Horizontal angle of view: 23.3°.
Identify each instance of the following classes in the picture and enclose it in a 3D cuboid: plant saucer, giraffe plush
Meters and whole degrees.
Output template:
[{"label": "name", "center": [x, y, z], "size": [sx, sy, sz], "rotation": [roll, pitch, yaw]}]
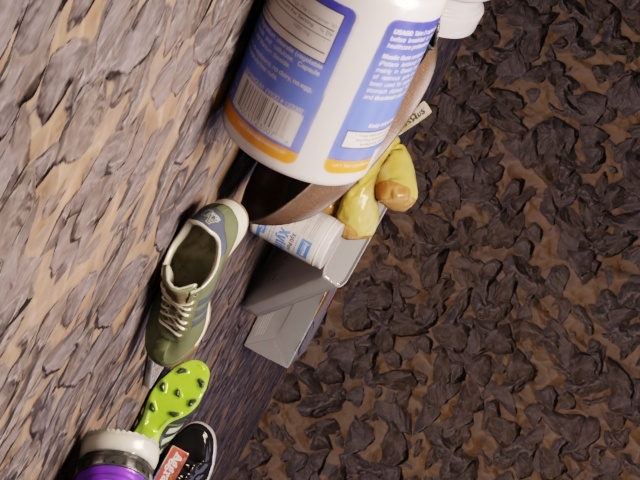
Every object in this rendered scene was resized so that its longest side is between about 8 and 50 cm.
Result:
[{"label": "plant saucer", "center": [0.028, -0.130, 1.696], "size": [0.310, 0.050, 0.310], "rotation": [-46, -164, 17]}, {"label": "giraffe plush", "center": [0.037, -0.120, 2.009], "size": [0.210, 0.181, 0.170], "rotation": [-53, 155, 8]}]

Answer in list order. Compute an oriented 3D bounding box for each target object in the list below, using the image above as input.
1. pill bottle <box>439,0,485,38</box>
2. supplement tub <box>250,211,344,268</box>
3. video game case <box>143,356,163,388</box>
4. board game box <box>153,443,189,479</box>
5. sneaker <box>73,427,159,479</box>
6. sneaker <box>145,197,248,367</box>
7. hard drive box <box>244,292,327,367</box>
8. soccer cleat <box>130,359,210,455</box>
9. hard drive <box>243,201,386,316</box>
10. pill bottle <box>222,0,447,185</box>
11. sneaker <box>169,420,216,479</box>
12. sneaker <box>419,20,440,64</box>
[{"label": "pill bottle", "center": [0.193, -0.404, 2.009], "size": [0.153, 0.153, 0.264], "rotation": [-56, 171, -54]}, {"label": "supplement tub", "center": [-0.031, -0.017, 2.012], "size": [0.071, 0.107, 0.071], "rotation": [-59, 171, -15]}, {"label": "video game case", "center": [-0.176, 0.112, 1.787], "size": [0.087, 0.011, 0.122], "rotation": [-60, 174, -29]}, {"label": "board game box", "center": [-0.228, 0.331, 2.024], "size": [0.145, 0.027, 0.281], "rotation": [-62, -174, -9]}, {"label": "sneaker", "center": [-0.227, 0.323, 1.655], "size": [0.293, 0.102, 0.146], "rotation": [95, 0, -58]}, {"label": "sneaker", "center": [-0.140, 0.047, 1.562], "size": [0.192, 0.064, 0.086], "rotation": [-64, 167, 15]}, {"label": "hard drive box", "center": [-0.039, 0.111, 2.725], "size": [0.181, 0.089, 0.232], "rotation": [-63, 175, 8]}, {"label": "soccer cleat", "center": [-0.199, 0.222, 1.917], "size": [0.179, 0.060, 0.072], "rotation": [-56, -176, -4]}, {"label": "hard drive", "center": [0.000, 0.000, 2.237], "size": [0.203, 0.040, 0.307], "rotation": [-61, -165, -21]}, {"label": "pill bottle", "center": [0.024, -0.198, 1.392], "size": [0.272, 0.152, 0.152], "rotation": [-65, 174, 29]}, {"label": "sneaker", "center": [-0.222, 0.370, 2.272], "size": [0.217, 0.079, 0.121], "rotation": [-61, 176, 1]}, {"label": "sneaker", "center": [0.028, -0.183, 1.543], "size": [0.295, 0.147, 0.104], "rotation": [-65, 176, 38]}]
